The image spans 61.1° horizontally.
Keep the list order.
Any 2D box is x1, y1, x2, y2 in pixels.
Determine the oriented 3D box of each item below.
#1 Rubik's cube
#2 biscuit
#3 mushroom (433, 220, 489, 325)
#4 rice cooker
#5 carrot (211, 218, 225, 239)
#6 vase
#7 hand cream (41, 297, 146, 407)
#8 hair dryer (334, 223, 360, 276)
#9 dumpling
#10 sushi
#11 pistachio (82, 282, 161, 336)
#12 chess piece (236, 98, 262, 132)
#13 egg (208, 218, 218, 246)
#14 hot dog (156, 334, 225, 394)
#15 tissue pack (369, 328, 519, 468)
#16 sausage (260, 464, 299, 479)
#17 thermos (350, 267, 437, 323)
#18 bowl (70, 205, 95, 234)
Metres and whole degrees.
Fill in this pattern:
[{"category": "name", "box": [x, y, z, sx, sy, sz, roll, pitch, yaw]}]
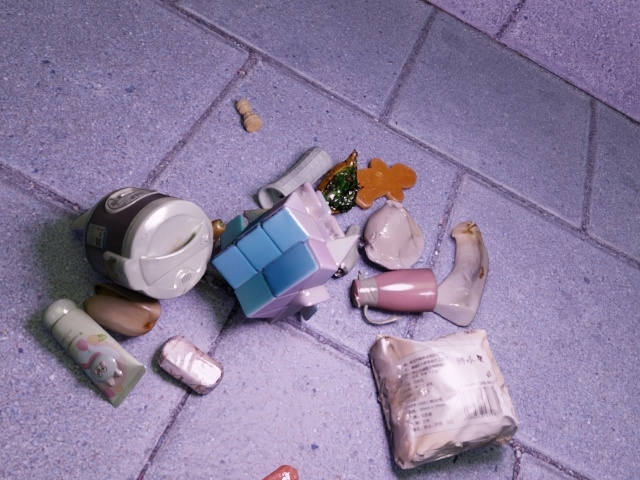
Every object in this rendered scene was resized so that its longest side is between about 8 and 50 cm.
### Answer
[{"category": "Rubik's cube", "box": [-0.094, 0.038, 1.572, 0.358, 0.387, 0.368, 63, 18, 18]}, {"category": "biscuit", "box": [0.233, -0.218, 2.055, 0.324, 0.049, 0.205, -23, 71, -31]}, {"category": "mushroom", "box": [0.511, 0.101, 1.923, 0.177, 0.126, 0.397, 26, 57, 6]}, {"category": "rice cooker", "box": [-0.453, 0.005, 1.438, 0.277, 0.288, 0.288, 16, 45, 35]}, {"category": "carrot", "box": [-0.373, 0.010, 1.580, 0.049, 0.254, 0.049, 47, 24, -29]}, {"category": "vase", "box": [-0.077, -0.209, 1.881, 0.143, 0.143, 0.299, 38, 50, 4]}, {"category": "hand cream", "box": [-0.587, 0.276, 1.395, 0.306, 0.147, 0.093, 41, 12, 8]}, {"category": "hair dryer", "box": [0.030, -0.011, 1.841, 0.267, 0.092, 0.229, 35, 45, 14]}, {"category": "dumpling", "box": [0.239, -0.009, 1.883, 0.204, 0.163, 0.293, 50, 45, -30]}, {"category": "sushi", "box": [0.077, -0.174, 1.895, 0.149, 0.140, 0.287, 45, 63, -16]}, {"category": "pistachio", "box": [-0.530, 0.182, 1.457, 0.206, 0.131, 0.129, 18, 46, 1]}, {"category": "chess piece", "box": [-0.269, -0.464, 2.005, 0.066, 0.066, 0.122, -17, 62, -29]}, {"category": "egg", "box": [-0.378, -0.022, 1.651, 0.140, 0.116, 0.118, 31, 89, -8]}, {"category": "hot dog", "box": [-0.354, 0.339, 1.473, 0.191, 0.059, 0.108, 36, 56, -1]}, {"category": "tissue pack", "box": [0.359, 0.443, 1.591, 0.376, 0.195, 0.390, -5, 58, -6]}, {"category": "sausage", "box": [-0.118, 0.629, 1.374, 0.141, 0.076, 0.076, -22, 70, -32]}, {"category": "thermos", "box": [0.232, 0.179, 1.762, 0.265, 0.146, 0.176, -3, 79, -11]}, {"category": "bowl", "box": [-0.617, -0.051, 1.577, 0.189, 0.189, 0.086, -43, 123, -35]}]
